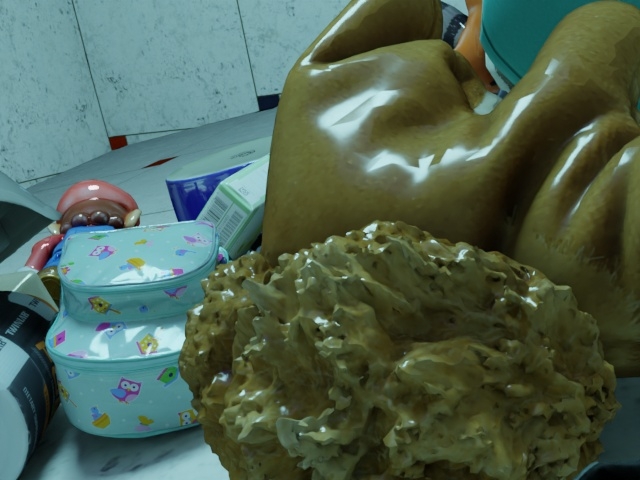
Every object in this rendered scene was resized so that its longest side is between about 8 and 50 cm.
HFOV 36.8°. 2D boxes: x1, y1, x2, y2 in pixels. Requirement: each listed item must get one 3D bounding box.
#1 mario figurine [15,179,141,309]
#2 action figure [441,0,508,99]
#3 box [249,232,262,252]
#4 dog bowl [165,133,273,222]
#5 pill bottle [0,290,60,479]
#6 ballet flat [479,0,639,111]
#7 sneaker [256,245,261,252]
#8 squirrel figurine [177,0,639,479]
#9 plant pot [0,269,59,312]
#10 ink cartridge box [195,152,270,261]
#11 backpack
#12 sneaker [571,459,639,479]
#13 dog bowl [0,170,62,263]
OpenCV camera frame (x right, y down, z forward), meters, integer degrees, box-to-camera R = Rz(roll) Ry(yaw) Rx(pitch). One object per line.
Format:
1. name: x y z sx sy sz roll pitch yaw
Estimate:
1. mario figurine: -0.284 0.043 1.252 0.170 0.198 0.320 -57 16 14
2. action figure: 0.202 -0.214 0.876 0.341 0.330 0.178 -59 -15 -4
3. box: -0.009 -0.008 1.220 0.162 0.029 0.116 -21 14 -9
4. dog bowl: -0.102 -0.089 1.495 0.264 0.104 0.265 -17 14 4
5. pill bottle: -0.290 0.121 0.841 0.130 0.130 0.246 -17 14 2
6. ballet flat: 0.308 -0.105 0.718 0.409 0.147 0.147 24 26 11
7. sneaker: 0.000 0.000 0.977 0.126 0.127 0.321 -10 17 26
8. squirrel figurine: 0.123 0.032 0.537 0.397 0.281 0.370 -41 34 -28
9. plant pot: -0.349 0.108 1.048 0.109 0.109 0.096 -7 29 36
10. ink cartridge box: -0.088 -0.032 1.167 0.171 0.056 0.235 -53 -7 31
11. backpack: -0.146 0.071 0.805 0.165 0.144 0.188 -4 33 -5
12. sneaker: 0.045 0.149 0.276 0.295 0.147 0.104 -17 15 6
13. dog bowl: -0.391 0.054 0.833 0.349 0.102 0.349 -38 12 9
